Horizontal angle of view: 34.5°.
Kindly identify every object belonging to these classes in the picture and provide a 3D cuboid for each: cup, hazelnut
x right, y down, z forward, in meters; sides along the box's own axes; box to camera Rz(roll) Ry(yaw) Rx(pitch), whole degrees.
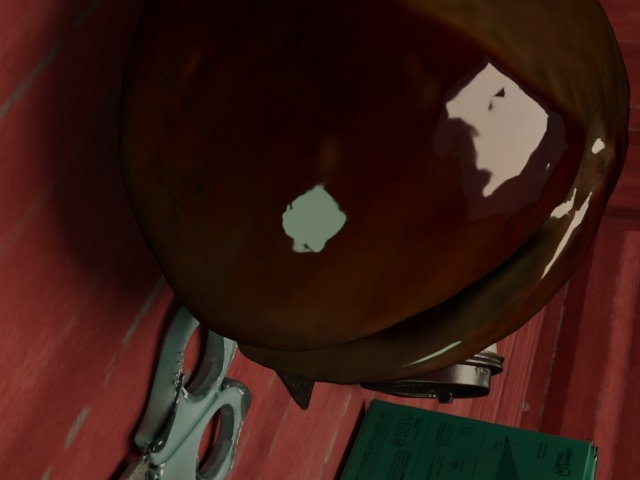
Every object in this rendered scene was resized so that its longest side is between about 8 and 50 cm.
[{"bbox_3d":[0.136,0.062,1.311,0.196,0.196,0.280,38,53,-68],"label":"cup"},{"bbox_3d":[0.044,-0.081,0.743,0.409,0.359,0.359,-49,143,-45],"label":"hazelnut"}]

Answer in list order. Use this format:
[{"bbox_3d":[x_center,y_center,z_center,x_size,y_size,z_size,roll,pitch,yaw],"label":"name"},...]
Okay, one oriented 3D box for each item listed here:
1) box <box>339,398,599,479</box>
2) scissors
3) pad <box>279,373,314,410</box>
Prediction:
[{"bbox_3d":[0.183,0.339,1.322,0.205,0.311,0.118,-64,155,-44],"label":"box"},{"bbox_3d":[-0.135,0.183,0.775,0.360,0.029,0.191,-55,148,-55],"label":"scissors"},{"bbox_3d":[0.000,0.000,1.145,0.220,0.004,0.330,66,36,-57],"label":"pad"}]
